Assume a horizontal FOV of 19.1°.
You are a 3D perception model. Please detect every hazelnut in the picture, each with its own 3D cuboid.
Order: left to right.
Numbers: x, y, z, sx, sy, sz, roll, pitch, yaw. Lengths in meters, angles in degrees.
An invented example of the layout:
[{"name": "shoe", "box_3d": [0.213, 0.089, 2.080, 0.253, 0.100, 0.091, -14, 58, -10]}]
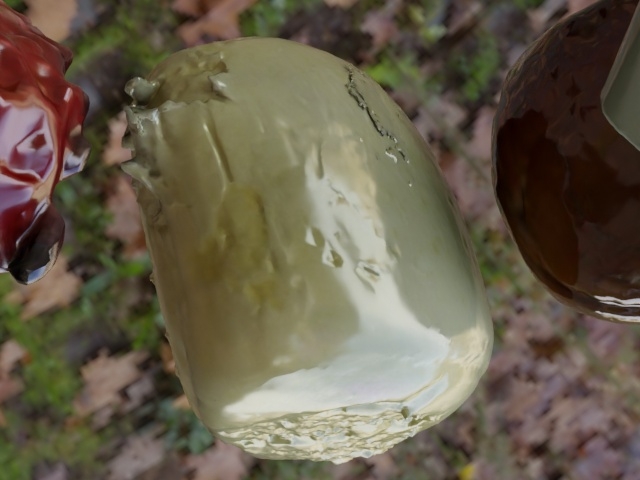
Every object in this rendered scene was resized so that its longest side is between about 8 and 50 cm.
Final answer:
[{"name": "hazelnut", "box_3d": [0.213, -0.047, 1.032, 0.229, 0.229, 0.229, -22, 141, -19]}]

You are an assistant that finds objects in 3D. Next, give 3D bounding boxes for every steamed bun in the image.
[{"name": "steamed bun", "box_3d": [0.000, 0.000, 1.061, 0.166, 0.232, 0.273, -14, 162, 8]}]

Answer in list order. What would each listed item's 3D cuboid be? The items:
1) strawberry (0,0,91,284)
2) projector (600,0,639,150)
[{"name": "strawberry", "box_3d": [-0.203, -0.039, 0.750, 0.150, 0.280, 0.253, 37, 146, -28]}, {"name": "projector", "box_3d": [0.255, -0.012, 0.560, 0.257, 0.259, 0.079, -14, 136, -38]}]
